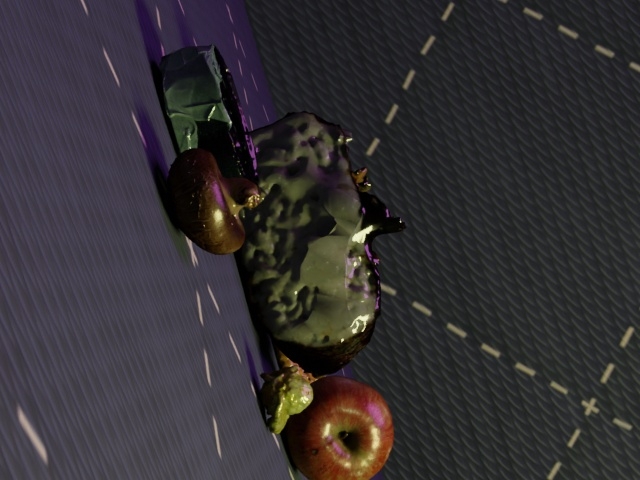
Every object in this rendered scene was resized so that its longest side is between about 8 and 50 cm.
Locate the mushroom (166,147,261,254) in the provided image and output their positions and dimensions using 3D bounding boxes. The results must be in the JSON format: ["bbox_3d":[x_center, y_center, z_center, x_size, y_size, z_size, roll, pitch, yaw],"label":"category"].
[{"bbox_3d":[-0.117,-0.039,1.754,0.109,0.085,0.126,30,-26,39],"label":"mushroom"}]

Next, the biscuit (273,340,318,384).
[{"bbox_3d":[-0.036,0.163,2.460,0.254,0.035,0.254,-17,90,-86],"label":"biscuit"}]

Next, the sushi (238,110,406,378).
[{"bbox_3d":[0.000,0.000,2.274,0.207,0.234,0.348,62,17,-72],"label":"sushi"}]

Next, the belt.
[{"bbox_3d":[-0.133,-0.136,1.988,0.151,0.078,0.198,-90,165,-62],"label":"belt"}]

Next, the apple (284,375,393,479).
[{"bbox_3d":[0.022,0.247,2.170,0.131,0.146,0.146,-153,-134,-82],"label":"apple"}]

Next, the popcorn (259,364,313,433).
[{"bbox_3d":[-0.045,0.190,2.024,0.059,0.068,0.083,56,47,-49],"label":"popcorn"}]
